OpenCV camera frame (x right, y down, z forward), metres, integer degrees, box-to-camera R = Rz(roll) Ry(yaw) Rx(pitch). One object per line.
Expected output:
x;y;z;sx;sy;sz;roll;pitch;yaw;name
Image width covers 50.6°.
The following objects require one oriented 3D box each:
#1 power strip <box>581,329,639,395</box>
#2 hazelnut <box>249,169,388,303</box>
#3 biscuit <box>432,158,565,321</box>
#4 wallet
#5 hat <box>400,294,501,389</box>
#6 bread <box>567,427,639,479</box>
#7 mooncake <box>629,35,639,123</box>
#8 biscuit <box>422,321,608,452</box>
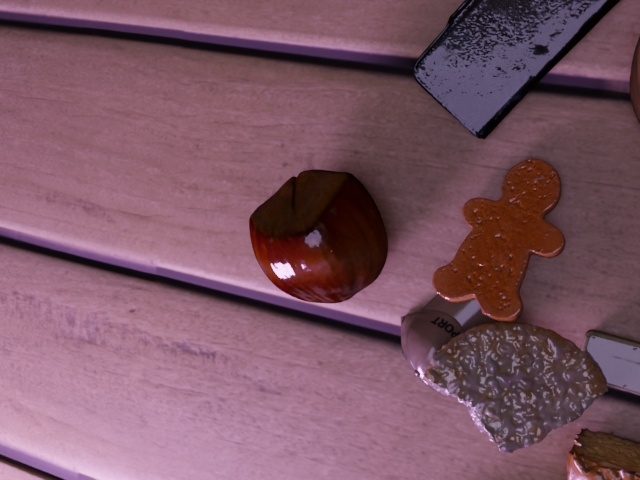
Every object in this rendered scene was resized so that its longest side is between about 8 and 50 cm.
0.465;0.187;0.985;0.169;0.028;0.076;16;98;20;power strip
0.001;-0.002;1.080;0.212;0.181;0.181;-19;58;19;hazelnut
0.282;-0.005;1.016;0.165;0.036;0.250;25;88;32;biscuit
0.294;-0.319;1.007;0.172;0.045;0.318;45;106;9;wallet
0.202;0.136;1.047;0.147;0.085;0.175;41;107;14;hat
0.461;0.359;0.947;0.229;0.143;0.139;11;108;22;bread
0.547;-0.226;0.861;0.284;0.155;0.284;1;93;24;mooncake
0.284;0.214;0.992;0.265;0.040;0.188;8;86;4;biscuit
